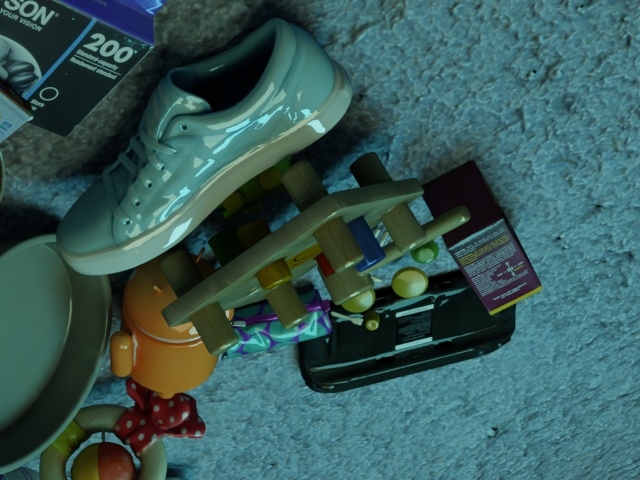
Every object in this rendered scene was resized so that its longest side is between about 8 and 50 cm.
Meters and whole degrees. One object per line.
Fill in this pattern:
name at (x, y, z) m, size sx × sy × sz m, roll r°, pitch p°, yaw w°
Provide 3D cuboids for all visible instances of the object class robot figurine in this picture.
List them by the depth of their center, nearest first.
robot figurine at (-0.179, 0.098, 1.754) m, size 0.158 × 0.128 × 0.219 m, roll 1°, pitch 140°, yaw -10°

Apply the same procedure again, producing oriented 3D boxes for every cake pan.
cake pan at (-0.352, 0.123, 1.634) m, size 0.293 × 0.054 × 0.293 m, roll -38°, pitch 139°, yaw -43°

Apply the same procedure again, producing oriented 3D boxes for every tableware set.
tableware set at (0.086, 0.051, 1.881) m, size 0.104 × 0.024 × 0.154 m, roll 20°, pitch 117°, yaw -12°

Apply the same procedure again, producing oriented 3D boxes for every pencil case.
pencil case at (-0.065, 0.109, 1.873) m, size 0.152 × 0.064 × 0.070 m, roll -13°, pitch 158°, yaw -11°

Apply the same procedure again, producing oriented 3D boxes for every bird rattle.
bird rattle at (-0.276, 0.274, 1.879) m, size 0.254 × 0.206 × 0.143 m, roll 1°, pitch 157°, yaw -13°

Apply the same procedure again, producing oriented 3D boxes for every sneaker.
sneaker at (-0.152, -0.112, 1.514) m, size 0.366 × 0.135 × 0.150 m, roll -36°, pitch 134°, yaw 6°

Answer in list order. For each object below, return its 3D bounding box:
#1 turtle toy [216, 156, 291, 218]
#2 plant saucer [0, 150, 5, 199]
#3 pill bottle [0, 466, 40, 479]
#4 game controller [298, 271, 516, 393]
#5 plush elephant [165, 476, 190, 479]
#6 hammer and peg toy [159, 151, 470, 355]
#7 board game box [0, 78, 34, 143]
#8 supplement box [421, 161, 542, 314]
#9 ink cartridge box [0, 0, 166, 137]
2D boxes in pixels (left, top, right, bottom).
turtle toy at (-0.090, -0.066, 1.634) m, size 0.130 × 0.066 × 0.095 m, roll -30°, pitch 173°, yaw 10°
plant saucer at (-0.481, -0.066, 1.462) m, size 0.311 × 0.050 × 0.310 m, roll -14°, pitch 143°, yaw -11°
pill bottle at (-0.518, 0.367, 1.888) m, size 0.302 × 0.169 × 0.169 m, roll 14°, pitch 131°, yaw -38°
game controller at (0.125, 0.123, 2.001) m, size 0.319 × 0.067 × 0.166 m, roll -13°, pitch 128°, yaw -11°
plush elephant at (-0.277, 0.492, 2.117) m, size 0.255 × 0.330 × 0.272 m, roll -23°, pitch 164°, yaw -37°
hammer and peg toy at (0.000, 0.000, 1.670) m, size 0.266 × 0.127 × 0.361 m, roll -34°, pitch 171°, yaw 25°
board game box at (-0.413, -0.155, 1.326) m, size 0.145 × 0.027 × 0.281 m, roll -38°, pitch 134°, yaw 10°
supplement box at (0.207, -0.001, 1.834) m, size 0.081 × 0.104 × 0.188 m, roll -28°, pitch 143°, yaw 8°
ink cartridge box at (-0.270, -0.207, 1.391) m, size 0.206 × 0.045 × 0.208 m, roll 22°, pitch 125°, yaw -41°
